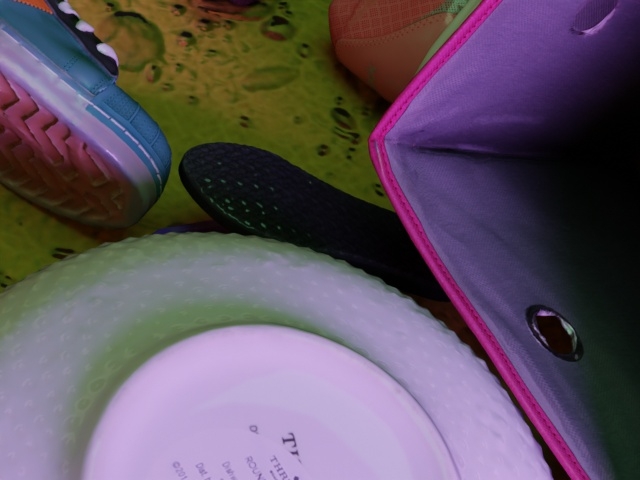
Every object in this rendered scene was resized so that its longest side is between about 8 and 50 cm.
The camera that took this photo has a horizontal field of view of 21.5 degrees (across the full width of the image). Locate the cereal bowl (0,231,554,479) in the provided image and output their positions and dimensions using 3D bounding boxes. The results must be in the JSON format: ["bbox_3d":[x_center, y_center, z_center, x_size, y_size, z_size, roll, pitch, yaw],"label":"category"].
[{"bbox_3d":[-0.034,0.137,0.728,0.339,0.141,0.339,9,59,-15],"label":"cereal bowl"}]

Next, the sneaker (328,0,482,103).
[{"bbox_3d":[0.123,-0.204,1.015,0.136,0.116,0.314,33,74,24],"label":"sneaker"}]

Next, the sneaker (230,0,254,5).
[{"bbox_3d":[-0.110,-0.216,1.001,0.281,0.106,0.162,-5,60,-20],"label":"sneaker"}]

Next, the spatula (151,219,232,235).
[{"bbox_3d":[-0.128,0.050,0.848,0.296,0.030,0.084,-18,65,-27],"label":"spatula"}]

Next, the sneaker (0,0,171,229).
[{"bbox_3d":[-0.181,-0.131,0.914,0.302,0.108,0.121,38,58,14],"label":"sneaker"}]

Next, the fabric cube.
[{"bbox_3d":[0.232,-0.033,0.826,0.258,0.259,0.254,0,51,-49],"label":"fabric cube"}]

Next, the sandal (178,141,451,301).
[{"bbox_3d":[0.000,0.000,0.912,0.179,0.040,0.067,21,42,-25],"label":"sandal"}]
